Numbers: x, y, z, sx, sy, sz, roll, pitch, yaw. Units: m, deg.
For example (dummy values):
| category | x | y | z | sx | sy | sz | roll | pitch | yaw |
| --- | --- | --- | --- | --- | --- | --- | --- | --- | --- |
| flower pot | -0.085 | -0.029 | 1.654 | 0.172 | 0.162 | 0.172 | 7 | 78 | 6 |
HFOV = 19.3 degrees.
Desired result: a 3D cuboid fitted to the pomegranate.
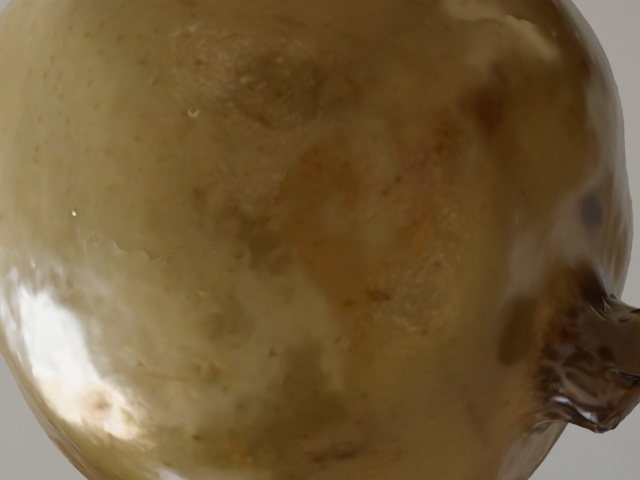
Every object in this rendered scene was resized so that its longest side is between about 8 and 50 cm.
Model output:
| category | x | y | z | sx | sy | sz | roll | pitch | yaw |
| --- | --- | --- | --- | --- | --- | --- | --- | --- | --- |
| pomegranate | -0.013 | -0.013 | 0.748 | 0.307 | 0.307 | 0.307 | -36 | 11 | 9 |
